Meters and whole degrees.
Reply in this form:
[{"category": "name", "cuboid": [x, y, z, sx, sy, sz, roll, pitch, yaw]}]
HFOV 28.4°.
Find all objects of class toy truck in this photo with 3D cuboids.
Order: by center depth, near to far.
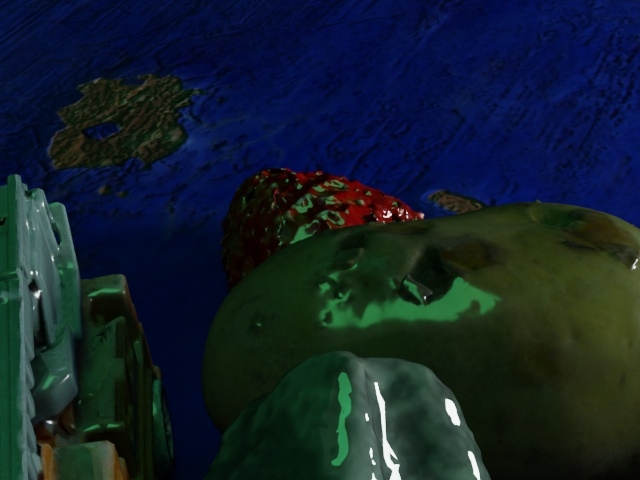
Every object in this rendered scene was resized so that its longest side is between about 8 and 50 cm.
[{"category": "toy truck", "cuboid": [-0.138, 0.126, 0.550, 0.133, 0.184, 0.338, -9, 36, -3]}]

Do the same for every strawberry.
[{"category": "strawberry", "cuboid": [0.003, 0.001, 0.789, 0.140, 0.085, 0.192, -9, 34, 0]}]

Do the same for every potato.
[{"category": "potato", "cuboid": [0.071, 0.060, 0.638, 0.262, 0.165, 0.165, -8, 35, -11]}]

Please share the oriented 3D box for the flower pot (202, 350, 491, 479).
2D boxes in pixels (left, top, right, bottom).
[{"category": "flower pot", "cuboid": [0.043, 0.178, 0.330, 0.282, 0.299, 0.299, -6, 30, 37]}]
